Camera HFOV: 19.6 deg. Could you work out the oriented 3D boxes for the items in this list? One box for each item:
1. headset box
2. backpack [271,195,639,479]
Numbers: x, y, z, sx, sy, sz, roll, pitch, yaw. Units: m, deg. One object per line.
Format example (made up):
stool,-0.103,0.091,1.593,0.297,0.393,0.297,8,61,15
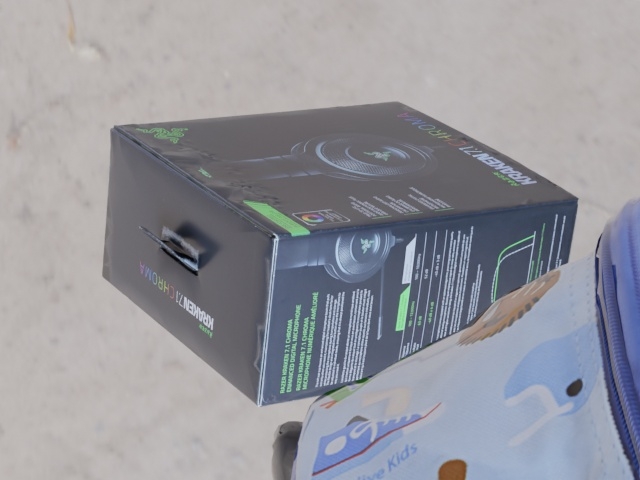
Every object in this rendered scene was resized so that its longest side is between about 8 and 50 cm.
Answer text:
headset box,0.000,0.000,1.379,0.283,0.246,0.131,-7,115,-31
backpack,0.113,0.123,0.418,0.213,0.276,0.263,-42,120,18
